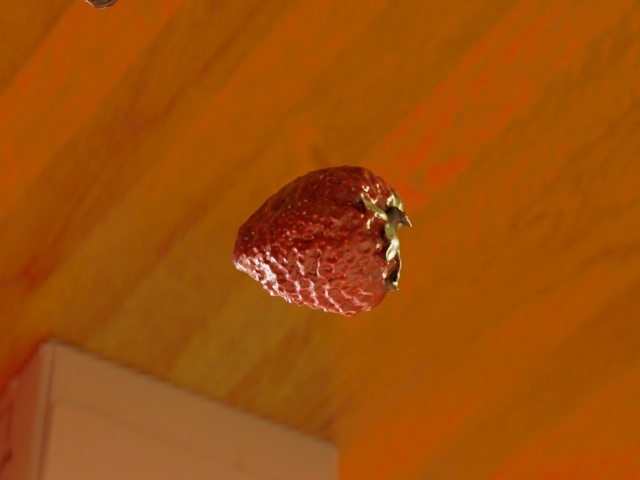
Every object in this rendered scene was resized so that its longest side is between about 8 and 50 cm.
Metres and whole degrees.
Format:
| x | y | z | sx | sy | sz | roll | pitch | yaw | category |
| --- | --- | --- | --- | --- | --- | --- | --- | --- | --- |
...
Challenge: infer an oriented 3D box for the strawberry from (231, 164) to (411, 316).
| x | y | z | sx | sy | sz | roll | pitch | yaw | category |
| --- | --- | --- | --- | --- | --- | --- | --- | --- | --- |
| 0.002 | -0.005 | 1.588 | 0.148 | 0.131 | 0.131 | 13 | 134 | 1 | strawberry |

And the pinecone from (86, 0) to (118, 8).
| x | y | z | sx | sy | sz | roll | pitch | yaw | category |
| --- | --- | --- | --- | --- | --- | --- | --- | --- | --- |
| -0.098 | -0.218 | 0.927 | 0.163 | 0.165 | 0.163 | 5 | 146 | 3 | pinecone |
